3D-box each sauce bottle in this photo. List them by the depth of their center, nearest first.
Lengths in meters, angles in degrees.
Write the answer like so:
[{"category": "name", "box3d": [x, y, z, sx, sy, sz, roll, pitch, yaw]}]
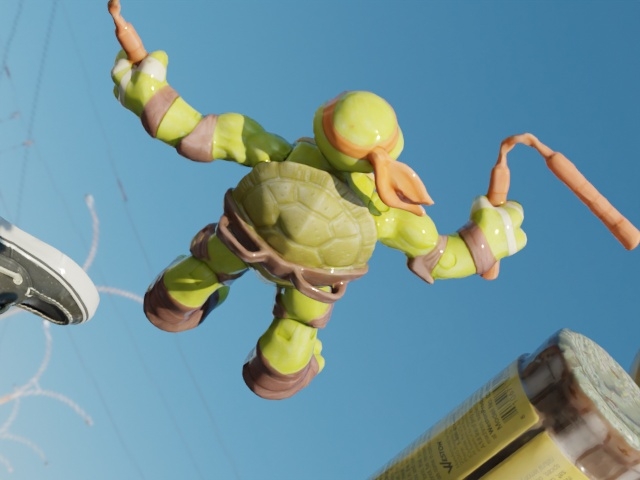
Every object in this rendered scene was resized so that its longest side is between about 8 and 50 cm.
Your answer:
[{"category": "sauce bottle", "box3d": [0.070, 0.199, 0.689, 0.344, 0.111, 0.111, -42, -110, 24]}]

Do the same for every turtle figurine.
[{"category": "turtle figurine", "box3d": [0.000, 0.000, 0.505, 0.269, 0.087, 0.217, 22, -42, -9]}]

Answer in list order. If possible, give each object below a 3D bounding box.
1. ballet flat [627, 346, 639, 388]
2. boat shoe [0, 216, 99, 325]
[{"category": "ballet flat", "box3d": [0.230, 0.178, 0.697, 0.080, 0.073, 0.232, 102, -16, -67]}, {"category": "boat shoe", "box3d": [-0.267, 0.022, 0.793, 0.077, 0.070, 0.219, -11, -37, 35]}]
